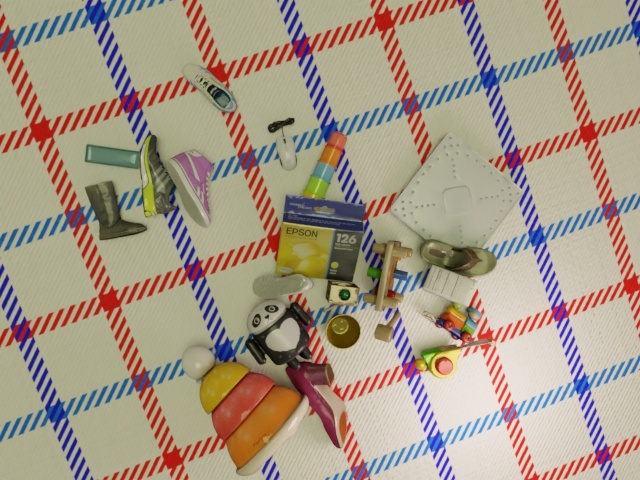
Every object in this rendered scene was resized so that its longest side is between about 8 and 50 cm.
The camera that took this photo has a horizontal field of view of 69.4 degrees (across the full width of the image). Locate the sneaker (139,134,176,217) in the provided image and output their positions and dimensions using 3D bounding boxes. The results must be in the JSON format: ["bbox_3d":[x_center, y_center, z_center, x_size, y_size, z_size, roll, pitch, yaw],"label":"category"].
[{"bbox_3d":[-0.593,-0.235,1.691,0.122,0.111,0.299,-4,96,-22],"label":"sneaker"}]

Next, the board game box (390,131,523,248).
[{"bbox_3d":[0.531,-0.155,1.820,0.390,0.050,0.389,37,90,-7],"label":"board game box"}]

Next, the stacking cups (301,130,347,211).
[{"bbox_3d":[0.006,-0.260,1.742,0.096,0.096,0.315,21,90,-7],"label":"stacking cups"}]

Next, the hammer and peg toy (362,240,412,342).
[{"bbox_3d":[0.243,0.177,1.724,0.128,0.266,0.360,11,94,16],"label":"hammer and peg toy"}]

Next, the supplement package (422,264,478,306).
[{"bbox_3d":[0.497,0.175,1.778,0.180,0.105,0.105,21,87,17],"label":"supplement package"}]

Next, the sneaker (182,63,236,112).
[{"bbox_3d":[-0.403,-0.562,1.685,0.237,0.086,0.085,40,91,-5],"label":"sneaker"}]

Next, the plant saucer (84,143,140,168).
[{"bbox_3d":[-0.763,-0.308,1.700,0.192,0.018,0.067,7,93,-5],"label":"plant saucer"}]

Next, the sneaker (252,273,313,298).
[{"bbox_3d":[-0.144,0.177,1.751,0.235,0.095,0.089,-4,82,21],"label":"sneaker"}]

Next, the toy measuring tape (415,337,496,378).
[{"bbox_3d":[0.538,0.474,1.832,0.331,0.121,0.121,-11,95,-4],"label":"toy measuring tape"}]

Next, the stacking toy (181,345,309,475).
[{"bbox_3d":[-0.310,0.555,1.677,0.480,0.350,0.350,44,89,5],"label":"stacking toy"}]

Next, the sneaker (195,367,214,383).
[{"bbox_3d":[-0.433,0.511,1.779,0.098,0.038,0.069,-8,93,-14],"label":"sneaker"}]

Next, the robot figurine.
[{"bbox_3d":[-0.151,0.349,1.723,0.174,0.209,0.278,-32,98,33],"label":"robot figurine"}]

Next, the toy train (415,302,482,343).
[{"bbox_3d":[0.513,0.286,1.828,0.248,0.105,0.143,35,79,-7],"label":"toy train"}]

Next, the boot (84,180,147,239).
[{"bbox_3d":[-0.749,-0.115,1.695,0.190,0.076,0.208,-10,88,-7],"label":"boot"}]

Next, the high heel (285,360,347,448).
[{"bbox_3d":[-0.011,0.643,1.815,0.182,0.127,0.376,-8,100,24],"label":"high heel"}]

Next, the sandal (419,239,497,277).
[{"bbox_3d":[0.530,0.074,1.767,0.303,0.086,0.120,11,93,-6],"label":"sandal"}]

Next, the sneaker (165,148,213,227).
[{"bbox_3d":[-0.435,-0.196,1.700,0.161,0.102,0.281,-39,124,-36],"label":"sneaker"}]

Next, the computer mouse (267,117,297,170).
[{"bbox_3d":[-0.130,-0.362,1.746,0.106,0.042,0.192,-14,95,-6],"label":"computer mouse"}]

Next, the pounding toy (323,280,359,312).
[{"bbox_3d":[0.073,0.215,1.754,0.130,0.141,0.100,7,93,-6],"label":"pounding toy"}]

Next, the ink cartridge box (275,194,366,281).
[{"bbox_3d":[0.000,0.000,1.718,0.304,0.072,0.306,7,118,-5],"label":"ink cartridge box"}]

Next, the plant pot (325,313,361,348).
[{"bbox_3d":[0.081,0.341,1.786,0.135,0.095,0.134,0,94,-6],"label":"plant pot"}]
